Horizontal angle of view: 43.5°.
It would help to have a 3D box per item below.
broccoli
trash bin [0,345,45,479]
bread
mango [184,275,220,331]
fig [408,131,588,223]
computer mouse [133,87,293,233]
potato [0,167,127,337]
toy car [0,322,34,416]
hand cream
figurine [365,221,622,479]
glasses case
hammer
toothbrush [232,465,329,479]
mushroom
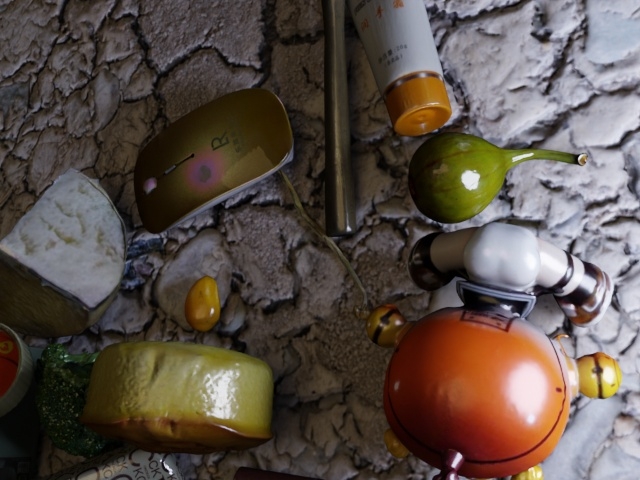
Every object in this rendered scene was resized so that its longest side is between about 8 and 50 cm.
[{"bbox_3d":[-0.367,0.250,1.246,0.195,0.195,0.156,8,49,26],"label":"broccoli"},{"bbox_3d":[-0.589,0.334,1.327,0.222,0.158,0.344,4,81,26],"label":"trash bin"},{"bbox_3d":[-0.192,0.220,1.104,0.269,0.270,0.148,-2,75,25],"label":"bread"},{"bbox_3d":[-0.181,0.097,1.246,0.060,0.046,0.089,0,67,23],"label":"mango"},{"bbox_3d":[0.232,-0.099,1.064,0.236,0.124,0.124,-14,73,2],"label":"fig"},{"bbox_3d":[-0.182,-0.123,1.265,0.310,0.072,0.158,-25,68,23],"label":"computer mouse"},{"bbox_3d":[-0.431,0.052,1.349,0.189,0.211,0.264,37,138,-9],"label":"potato"},{"bbox_3d":[-0.545,0.209,1.206,0.235,0.145,0.235,-1,60,2],"label":"toy car"},{"bbox_3d":[0.114,-0.306,1.167,0.139,0.089,0.314,-30,61,28],"label":"hand cream"},{"bbox_3d":[0.196,0.147,0.973,0.320,0.196,0.323,10,74,20],"label":"figurine"},{"bbox_3d":[-0.370,0.412,1.192,0.354,0.085,0.137,-22,99,-1],"label":"glasses case"},{"bbox_3d":[0.024,-0.224,1.189,0.168,0.044,0.440,-10,81,63],"label":"hammer"},{"bbox_3d":[0.041,0.353,1.094,0.363,0.041,0.041,2,81,25],"label":"toothbrush"},{"bbox_3d":[0.005,-0.002,1.192,0.286,0.028,0.026,61,149,23],"label":"mushroom"}]
